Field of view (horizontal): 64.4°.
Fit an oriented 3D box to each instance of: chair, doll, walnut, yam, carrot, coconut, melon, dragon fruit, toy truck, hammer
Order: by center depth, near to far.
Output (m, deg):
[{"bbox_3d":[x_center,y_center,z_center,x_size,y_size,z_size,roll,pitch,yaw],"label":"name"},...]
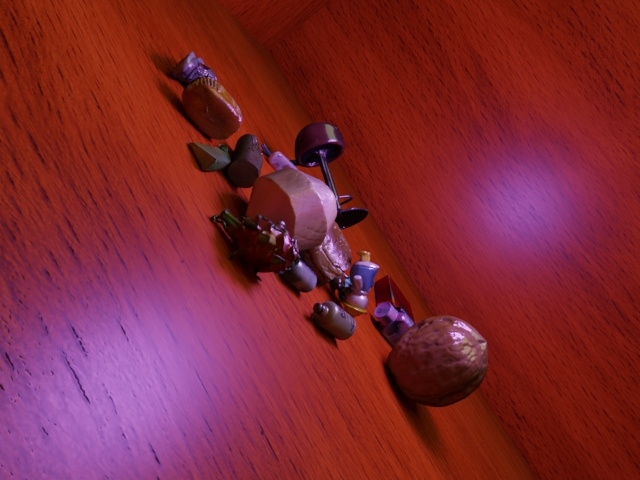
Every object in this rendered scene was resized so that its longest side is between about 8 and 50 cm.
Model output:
[{"bbox_3d":[-0.159,0.003,1.228,0.236,0.135,0.137,29,21,-16],"label":"dragon fruit"},{"bbox_3d":[-0.093,-0.083,1.436,0.259,0.259,0.259,51,15,-19],"label":"coconut"},{"bbox_3d":[-0.312,-0.248,1.458,0.114,0.053,0.262,35,13,-8],"label":"melon"},{"bbox_3d":[-0.079,0.064,1.484,0.116,0.069,0.194,45,10,-38],"label":"hammer"},{"bbox_3d":[-0.230,-0.250,1.582,0.106,0.106,0.259,50,17,-23],"label":"yam"},{"bbox_3d":[0.132,0.156,1.699,0.098,0.241,0.135,18,0,-12],"label":"doll"},{"bbox_3d":[0.415,0.414,1.772,0.306,0.344,0.306,53,22,-33],"label":"walnut"},{"bbox_3d":[0.098,0.160,1.834,0.078,0.080,0.154,38,15,-2],"label":"toy truck"},{"bbox_3d":[0.059,0.083,1.891,0.070,0.070,0.342,51,16,-22],"label":"carrot"},{"bbox_3d":[0.031,-0.257,2.064,0.226,0.226,0.401,23,49,-66],"label":"chair"}]

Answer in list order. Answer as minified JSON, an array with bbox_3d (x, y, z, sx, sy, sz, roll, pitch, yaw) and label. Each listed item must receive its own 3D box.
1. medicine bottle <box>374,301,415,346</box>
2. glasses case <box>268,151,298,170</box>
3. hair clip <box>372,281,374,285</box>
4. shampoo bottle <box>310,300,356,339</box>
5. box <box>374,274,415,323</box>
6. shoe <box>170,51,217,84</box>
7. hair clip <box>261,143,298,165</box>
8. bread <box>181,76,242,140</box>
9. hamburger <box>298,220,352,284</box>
[{"bbox_3d":[0.295,0.331,2.010,0.188,0.119,0.094,50,15,-26],"label":"medicine bottle"},{"bbox_3d":[-0.148,-0.299,2.046,0.164,0.063,0.041,40,18,-50],"label":"glasses case"},{"bbox_3d":[0.203,0.188,2.206,0.083,0.048,0.275,57,9,11],"label":"hair clip"},{"bbox_3d":[0.032,0.221,1.448,0.162,0.079,0.079,44,18,-42],"label":"shampoo bottle"},{"bbox_3d":[0.334,0.306,2.265,0.197,0.089,0.313,55,13,-14],"label":"box"},{"bbox_3d":[-0.395,-0.521,1.632,0.125,0.099,0.227,51,11,-11],"label":"shoe"},{"bbox_3d":[-0.176,-0.336,2.080,0.229,0.070,0.039,21,36,-55],"label":"hair clip"},{"bbox_3d":[-0.322,-0.390,1.517,0.190,0.132,0.114,43,18,-32],"label":"bread"},{"bbox_3d":[0.000,0.000,1.737,0.211,0.132,0.309,56,16,-19],"label":"hamburger"}]
